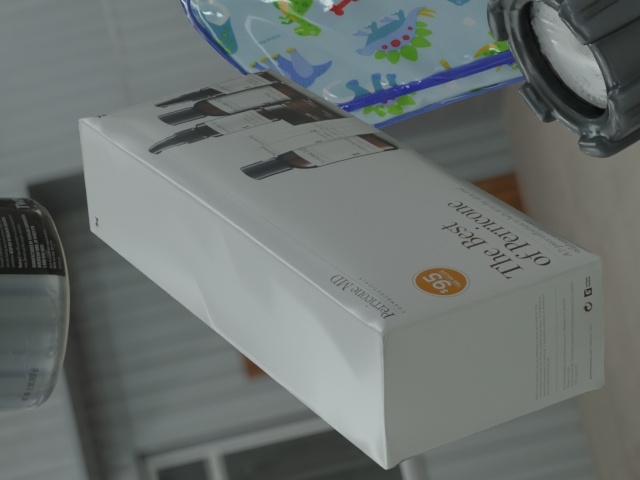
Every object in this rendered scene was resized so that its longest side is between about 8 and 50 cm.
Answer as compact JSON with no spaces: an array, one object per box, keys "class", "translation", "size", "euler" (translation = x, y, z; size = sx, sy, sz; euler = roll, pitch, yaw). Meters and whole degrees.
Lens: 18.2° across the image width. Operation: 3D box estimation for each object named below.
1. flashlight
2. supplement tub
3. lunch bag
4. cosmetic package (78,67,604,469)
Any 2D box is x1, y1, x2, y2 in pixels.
[{"class":"flashlight","translation":[0.223,-0.156,0.934],"size":[0.103,0.304,0.103],"euler":[40,158,44]},{"class":"supplement tub","translation":[-0.391,0.057,1.719],"size":[0.193,0.316,0.193],"euler":[180,90,-66]},{"class":"lunch bag","translation":[0.046,-0.149,1.155],"size":[0.176,0.219,0.090],"euler":[45,-139,-43]},{"class":"cosmetic package","translation":[0.000,0.000,0.785],"size":[0.239,0.099,0.060],"euler":[34,136,51]}]
